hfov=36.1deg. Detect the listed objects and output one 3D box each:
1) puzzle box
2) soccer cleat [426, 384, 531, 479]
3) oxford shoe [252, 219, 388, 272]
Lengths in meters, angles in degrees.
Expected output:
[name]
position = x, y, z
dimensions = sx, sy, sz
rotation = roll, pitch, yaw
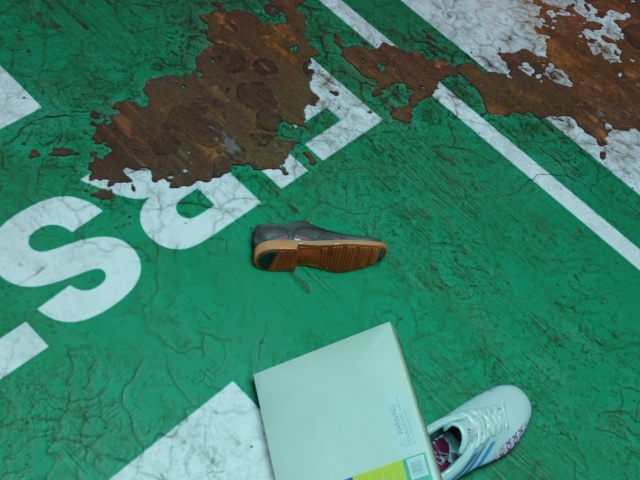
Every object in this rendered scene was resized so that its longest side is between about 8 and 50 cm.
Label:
[puzzle box]
position = 0.053, 0.367, 1.651
dimensions = 0.272, 0.052, 0.409
rotation = -22, 58, 11
[soccer cleat]
position = 0.272, 0.345, 1.749
dimensions = 0.331, 0.143, 0.116
rotation = -28, 67, -30
[oxford shoe]
position = 0.000, 0.000, 1.954
dimensions = 0.271, 0.097, 0.098
rotation = 2, 49, -13
